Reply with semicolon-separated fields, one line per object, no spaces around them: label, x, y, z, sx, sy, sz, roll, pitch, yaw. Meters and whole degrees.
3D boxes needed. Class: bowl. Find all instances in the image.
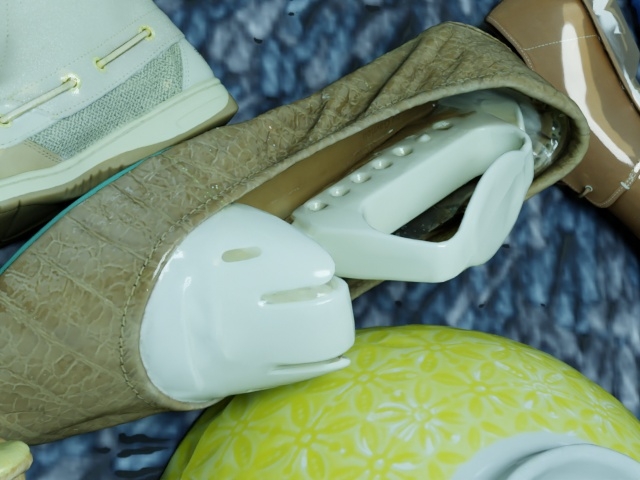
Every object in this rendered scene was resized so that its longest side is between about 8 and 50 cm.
bowl;0.078;0.160;0.747;0.289;0.156;0.289;9;69;-24

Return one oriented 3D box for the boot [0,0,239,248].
boot;-0.157;-0.084;0.760;0.213;0.077;0.165;-28;87;-37

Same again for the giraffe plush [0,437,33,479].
giraffe plush;-0.169;0.123;0.614;0.210;0.170;0.181;46;65;-5

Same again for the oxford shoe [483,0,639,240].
oxford shoe;0.154;-0.043;0.922;0.076;0.076;0.212;-27;88;-2

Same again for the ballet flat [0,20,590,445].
ballet flat;0.000;0.000;0.773;0.342;0.124;0.116;-29;127;-35

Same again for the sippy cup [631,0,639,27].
sippy cup;0.297;-0.158;0.932;0.305;0.224;0.240;47;59;-5
